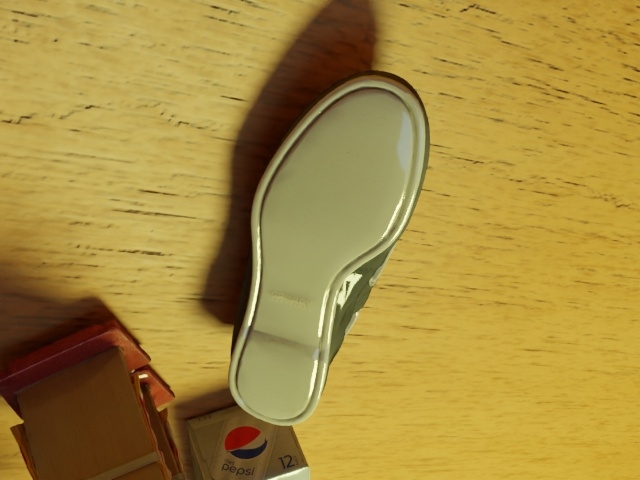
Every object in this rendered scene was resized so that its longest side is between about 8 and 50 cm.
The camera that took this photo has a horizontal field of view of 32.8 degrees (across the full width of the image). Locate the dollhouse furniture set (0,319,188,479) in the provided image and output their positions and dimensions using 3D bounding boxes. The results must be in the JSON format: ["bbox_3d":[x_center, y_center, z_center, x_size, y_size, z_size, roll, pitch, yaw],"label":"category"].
[{"bbox_3d":[-0.274,0.238,0.845,0.374,0.201,0.152,-23,146,-3],"label":"dollhouse furniture set"}]

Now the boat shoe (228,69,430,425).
[{"bbox_3d":[0.000,0.000,0.845,0.112,0.095,0.335,20,126,0],"label":"boat shoe"}]

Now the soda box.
[{"bbox_3d":[-0.068,0.278,1.096,0.098,0.091,0.286,-16,140,-13],"label":"soda box"}]
